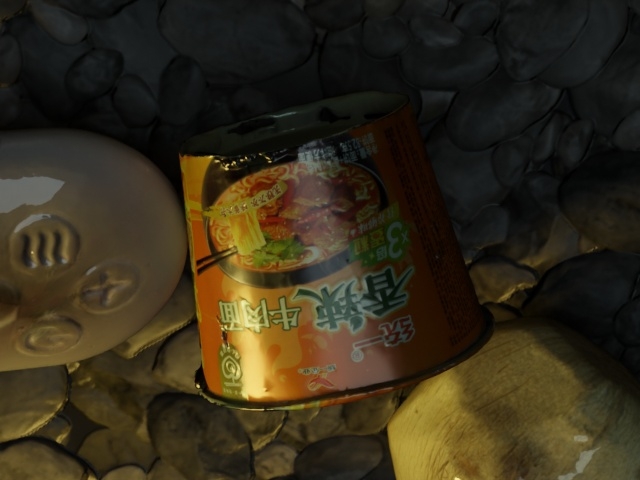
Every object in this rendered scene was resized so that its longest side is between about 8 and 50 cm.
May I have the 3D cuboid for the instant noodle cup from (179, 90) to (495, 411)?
[{"bbox_3d":[0.000,0.000,1.028,0.230,0.230,0.182,-12,105,-1],"label":"instant noodle cup"}]

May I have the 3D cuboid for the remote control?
[{"bbox_3d":[-0.261,0.015,1.036,0.332,0.103,0.221,-5,130,-14],"label":"remote control"}]

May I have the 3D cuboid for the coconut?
[{"bbox_3d":[0.160,0.178,1.119,0.224,0.224,0.224,-2,112,-5],"label":"coconut"}]
